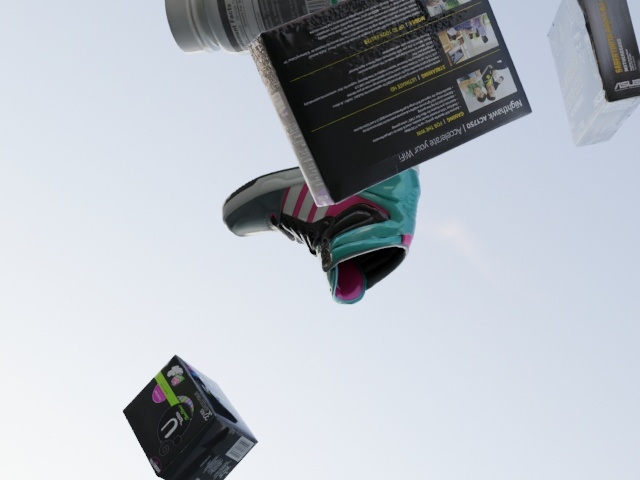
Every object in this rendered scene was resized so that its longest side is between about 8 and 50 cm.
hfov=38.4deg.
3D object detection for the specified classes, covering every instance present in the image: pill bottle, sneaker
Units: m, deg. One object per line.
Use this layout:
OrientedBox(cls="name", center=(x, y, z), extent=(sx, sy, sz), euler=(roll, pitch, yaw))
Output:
OrientedBox(cls="pill bottle", center=(-0.100, -0.465, 1.762), extent=(0.361, 0.204, 0.204), euler=(-4, -53, 17))
OrientedBox(cls="sneaker", center=(0.000, 0.000, 1.211), extent=(0.296, 0.178, 0.124), euler=(-14, -23, 28))

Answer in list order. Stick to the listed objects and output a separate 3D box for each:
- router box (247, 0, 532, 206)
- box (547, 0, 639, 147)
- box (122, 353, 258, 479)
OrientedBox(cls="router box", center=(0.054, -0.121, 0.686), extent=(0.133, 0.179, 0.046), euler=(67, -16, -6))
OrientedBox(cls="box", center=(0.372, -0.245, 1.251), extent=(0.231, 0.056, 0.182), euler=(61, 18, -80))
OrientedBox(cls="box", center=(-0.097, 0.137, 0.678), extent=(0.052, 0.062, 0.083), euler=(44, -2, -39))
